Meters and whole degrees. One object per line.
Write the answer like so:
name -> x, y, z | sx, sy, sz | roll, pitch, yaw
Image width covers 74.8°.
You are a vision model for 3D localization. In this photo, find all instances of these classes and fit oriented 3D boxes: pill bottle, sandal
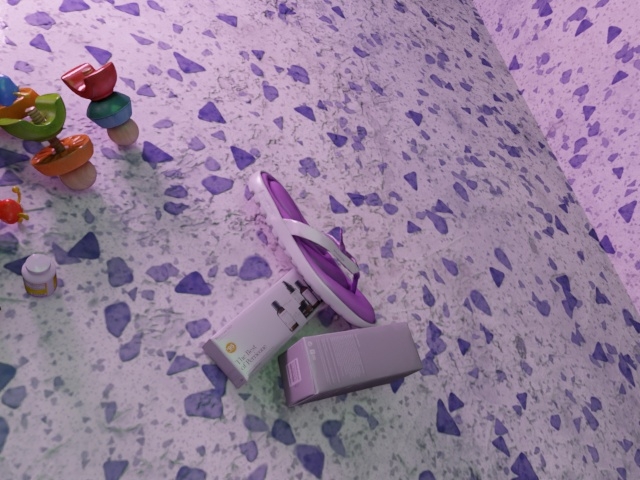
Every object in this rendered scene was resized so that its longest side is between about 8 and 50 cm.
pill bottle -> -0.426, 0.052, 0.635 | 0.043, 0.083, 0.043 | 16, 54, -22
sandal -> -0.005, 0.001, 0.865 | 0.416, 0.102, 0.169 | 52, 17, 10

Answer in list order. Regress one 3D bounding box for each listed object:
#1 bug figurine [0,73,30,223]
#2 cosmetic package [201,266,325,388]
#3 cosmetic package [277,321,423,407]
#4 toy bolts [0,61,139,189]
bug figurine -> -0.538, -0.139, 0.603 | 0.216, 0.279, 0.072 | 11, 26, -16
cosmetic package -> -0.094, 0.151, 0.783 | 0.099, 0.060, 0.239 | 46, 49, 4
cosmetic package -> 0.056, 0.227, 0.779 | 0.238, 0.127, 0.107 | 1, 60, -28
toy bolts -> -0.464, -0.213, 0.789 | 0.218, 0.158, 0.228 | 16, 52, 32
